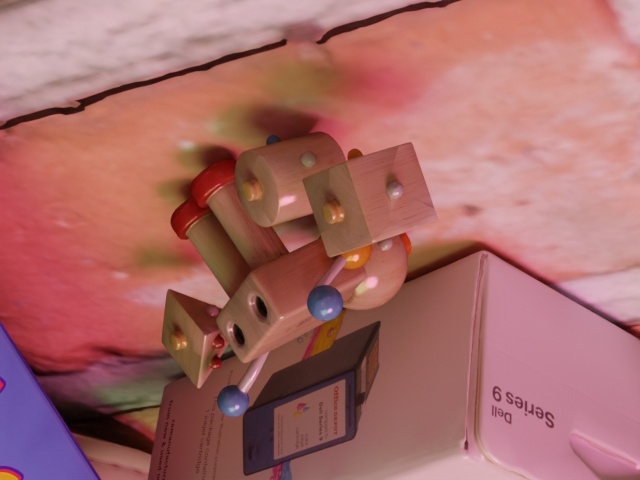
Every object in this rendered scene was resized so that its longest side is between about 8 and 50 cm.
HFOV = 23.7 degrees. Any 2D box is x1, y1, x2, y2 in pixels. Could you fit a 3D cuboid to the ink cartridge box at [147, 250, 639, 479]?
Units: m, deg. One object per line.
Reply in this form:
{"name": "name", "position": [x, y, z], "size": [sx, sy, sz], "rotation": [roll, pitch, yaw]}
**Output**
{"name": "ink cartridge box", "position": [0.046, 0.102, 0.669], "size": [0.154, 0.093, 0.212], "rotation": [27, 146, -32]}

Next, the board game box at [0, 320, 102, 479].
{"name": "board game box", "position": [-0.204, 0.111, 0.531], "size": [0.078, 0.233, 0.347], "rotation": [27, 151, 37]}

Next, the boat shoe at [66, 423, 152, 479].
{"name": "boat shoe", "position": [-0.158, 0.137, 0.754], "size": [0.097, 0.116, 0.324], "rotation": [13, 162, 35]}

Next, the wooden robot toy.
{"name": "wooden robot toy", "position": [0.000, 0.000, 0.557], "size": [0.079, 0.076, 0.173], "rotation": [-19, 163, -32]}
